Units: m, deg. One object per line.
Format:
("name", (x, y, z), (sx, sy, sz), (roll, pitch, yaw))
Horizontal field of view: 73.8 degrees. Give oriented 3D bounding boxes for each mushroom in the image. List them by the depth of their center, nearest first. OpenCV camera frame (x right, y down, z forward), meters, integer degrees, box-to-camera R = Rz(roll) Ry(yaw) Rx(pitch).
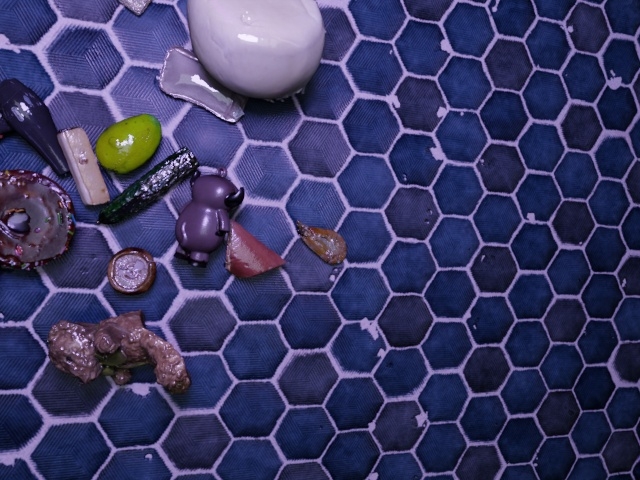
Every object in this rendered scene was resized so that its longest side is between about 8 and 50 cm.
("mushroom", (-0.477, 0.078, 1.083), (0.123, 0.052, 0.123), (1, 85, -15))

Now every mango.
("mango", (-0.466, -0.242, 1.046), (0.119, 0.100, 0.178), (43, 74, -11))

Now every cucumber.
("cucumber", (-0.439, -0.129, 1.076), (0.293, 0.067, 0.068), (-40, 102, -10))

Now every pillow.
("pillow", (-0.299, -0.405, 1.113), (0.232, 0.038, 0.131), (20, 90, -15))

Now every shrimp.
("shrimp", (0.000, 0.000, 1.220), (0.184, 0.043, 0.091), (31, 77, -21))

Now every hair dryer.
("hair dryer", (-0.743, -0.219, 0.998), (0.271, 0.091, 0.236), (-26, 110, 0))

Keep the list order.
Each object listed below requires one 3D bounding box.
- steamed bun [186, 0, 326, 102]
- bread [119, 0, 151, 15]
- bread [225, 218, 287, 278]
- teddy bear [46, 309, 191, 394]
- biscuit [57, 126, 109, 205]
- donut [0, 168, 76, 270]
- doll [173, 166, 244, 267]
("steamed bun", (-0.164, -0.496, 1.042), (0.311, 0.233, 0.334), (1, 61, -15))
("bread", (-0.456, -0.612, 1.061), (0.070, 0.035, 0.083), (40, 79, -15))
("bread", (-0.197, 0.046, 1.150), (0.192, 0.067, 0.119), (38, 83, -14))
("teddy bear", (-0.475, 0.285, 1.007), (0.222, 0.246, 0.296), (-37, 72, -29))
("biscuit", (-0.569, -0.174, 1.021), (0.056, 0.052, 0.188), (-35, 118, -46))
("donut", (-0.693, -0.048, 0.997), (0.235, 0.089, 0.235), (-1, 93, -16))
("doll", (-0.286, -0.063, 1.084), (0.181, 0.117, 0.257), (20, 86, 26))
